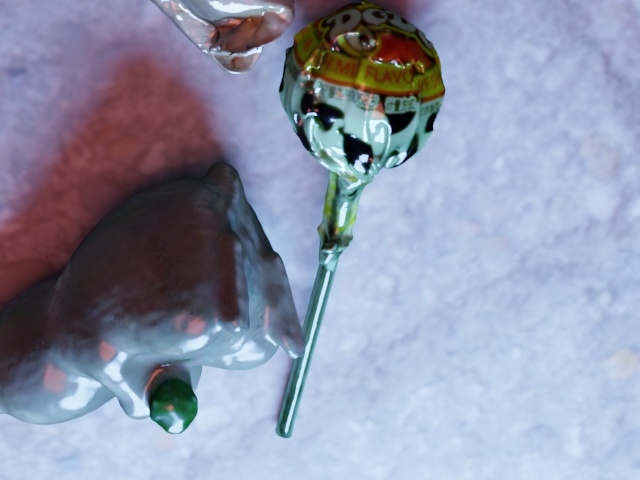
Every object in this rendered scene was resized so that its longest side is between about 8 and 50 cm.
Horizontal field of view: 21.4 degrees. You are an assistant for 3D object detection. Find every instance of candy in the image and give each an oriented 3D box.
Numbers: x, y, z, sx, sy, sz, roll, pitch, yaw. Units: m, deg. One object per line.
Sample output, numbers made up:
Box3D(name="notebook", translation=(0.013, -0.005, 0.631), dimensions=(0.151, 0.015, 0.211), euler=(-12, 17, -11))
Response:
Box3D(name="candy", translation=(0.000, 0.000, 1.010), dimensions=(0.091, 0.083, 0.305), euler=(9, 123, -10))

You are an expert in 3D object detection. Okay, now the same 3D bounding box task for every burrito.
Box3D(name="burrito", translation=(-0.097, -0.187, 0.911), dimensions=(0.087, 0.060, 0.226), euler=(-35, 112, 13))

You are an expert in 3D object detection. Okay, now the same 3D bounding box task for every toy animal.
Box3D(name="toy animal", translation=(-0.139, 0.055, 1.011), dimensions=(0.251, 0.127, 0.125), euler=(-20, 128, 21))
